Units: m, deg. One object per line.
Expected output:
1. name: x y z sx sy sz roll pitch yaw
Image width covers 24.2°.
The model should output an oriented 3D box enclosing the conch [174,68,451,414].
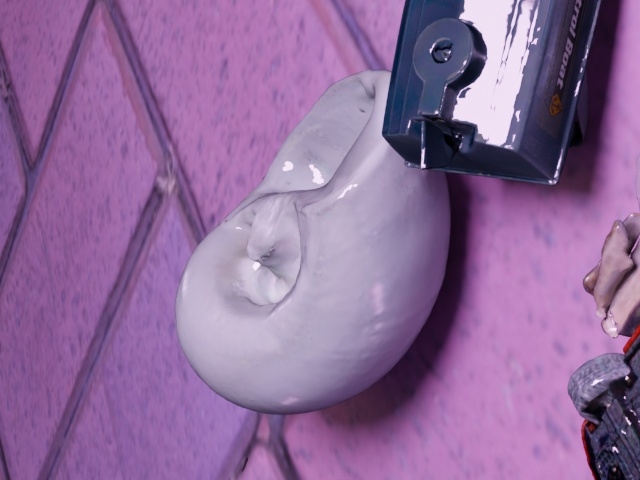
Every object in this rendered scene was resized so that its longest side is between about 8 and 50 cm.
1. conch: 0.003 0.002 0.849 0.221 0.121 0.185 -41 50 44

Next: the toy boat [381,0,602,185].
1. toy boat: 0.100 -0.141 0.728 0.093 0.103 0.246 9 84 37

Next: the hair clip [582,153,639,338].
1. hair clip: 0.180 -0.067 0.590 0.106 0.084 0.292 57 141 38

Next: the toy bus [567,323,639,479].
1. toy bus: 0.177 0.040 0.569 0.195 0.089 0.081 -62 38 37
